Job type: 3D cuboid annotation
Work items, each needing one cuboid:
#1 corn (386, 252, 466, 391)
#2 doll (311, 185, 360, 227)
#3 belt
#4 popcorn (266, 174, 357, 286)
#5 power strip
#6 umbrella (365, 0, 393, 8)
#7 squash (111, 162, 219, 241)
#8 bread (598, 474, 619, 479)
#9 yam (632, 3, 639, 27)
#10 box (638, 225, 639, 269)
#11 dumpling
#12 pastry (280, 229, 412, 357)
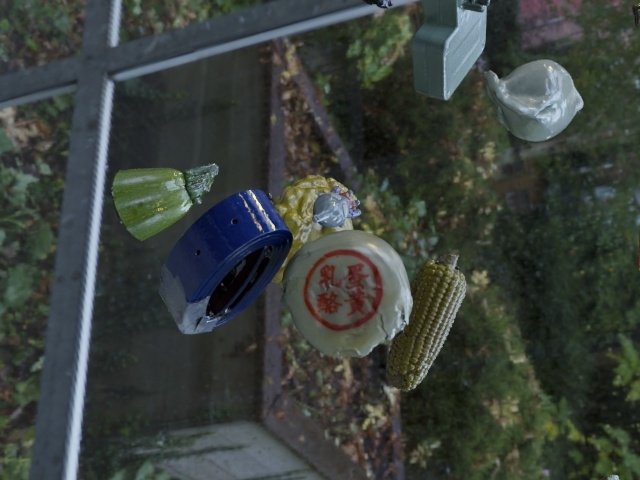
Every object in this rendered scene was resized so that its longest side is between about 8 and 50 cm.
[{"bbox_3d":[0.228,0.175,1.668,0.119,0.119,0.321,-26,138,-75],"label":"corn"},{"bbox_3d":[0.033,-0.078,1.887,0.102,0.075,0.227,52,29,6],"label":"doll"},{"bbox_3d":[-0.194,0.052,1.544,0.212,0.347,0.117,-12,60,-45],"label":"belt"},{"bbox_3d":[0.000,0.000,2.092,0.349,0.382,0.348,-45,148,-40],"label":"popcorn"},{"bbox_3d":[0.308,-0.471,1.694,0.229,0.141,0.261,-53,150,-29],"label":"power strip"},{"bbox_3d":[0.178,-0.688,1.818,0.272,0.110,0.122,-63,-160,16],"label":"umbrella"},{"bbox_3d":[-0.200,-0.063,1.039,0.105,0.132,0.105,-15,90,-78],"label":"squash"},{"bbox_3d":[0.525,0.594,1.538,0.130,0.267,0.152,24,42,-16],"label":"bread"},{"bbox_3d":[0.624,-0.355,1.098,0.045,0.327,0.045,66,21,-47],"label":"yam"},{"bbox_3d":[0.854,-0.122,1.613,0.257,0.319,0.348,-32,121,-58],"label":"box"},{"bbox_3d":[0.316,-0.224,1.180,0.229,0.151,0.124,-13,130,-58],"label":"dumpling"},{"bbox_3d":[0.052,0.104,1.493,0.133,0.265,0.264,-91,169,-87],"label":"pastry"}]
